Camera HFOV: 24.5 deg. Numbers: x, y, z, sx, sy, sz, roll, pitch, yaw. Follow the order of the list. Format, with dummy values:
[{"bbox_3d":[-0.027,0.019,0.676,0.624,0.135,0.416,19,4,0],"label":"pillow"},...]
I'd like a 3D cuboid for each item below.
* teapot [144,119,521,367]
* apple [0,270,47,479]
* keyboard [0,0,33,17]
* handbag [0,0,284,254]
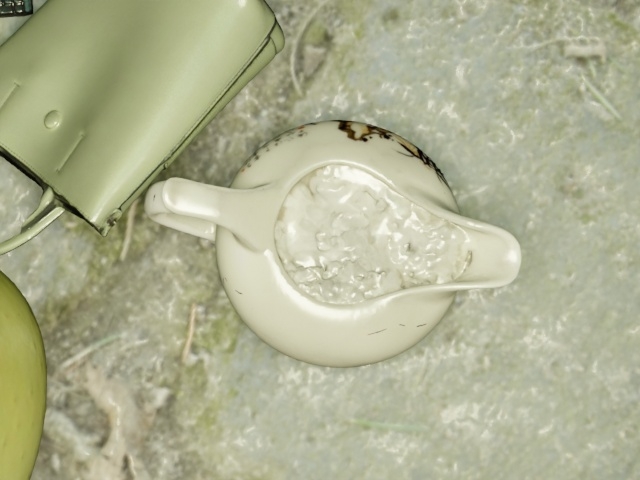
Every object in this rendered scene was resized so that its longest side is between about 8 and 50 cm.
[{"bbox_3d":[0.000,0.000,1.230,0.300,0.166,0.208,9,92,-14],"label":"teapot"},{"bbox_3d":[-0.386,0.131,1.075,0.357,0.357,0.357,1,81,-5],"label":"apple"},{"bbox_3d":[-0.352,-0.221,1.297,0.196,0.018,0.060,-5,84,-6],"label":"keyboard"},{"bbox_3d":[-0.197,-0.120,1.219,0.315,0.109,0.241,-45,52,-12],"label":"handbag"}]
